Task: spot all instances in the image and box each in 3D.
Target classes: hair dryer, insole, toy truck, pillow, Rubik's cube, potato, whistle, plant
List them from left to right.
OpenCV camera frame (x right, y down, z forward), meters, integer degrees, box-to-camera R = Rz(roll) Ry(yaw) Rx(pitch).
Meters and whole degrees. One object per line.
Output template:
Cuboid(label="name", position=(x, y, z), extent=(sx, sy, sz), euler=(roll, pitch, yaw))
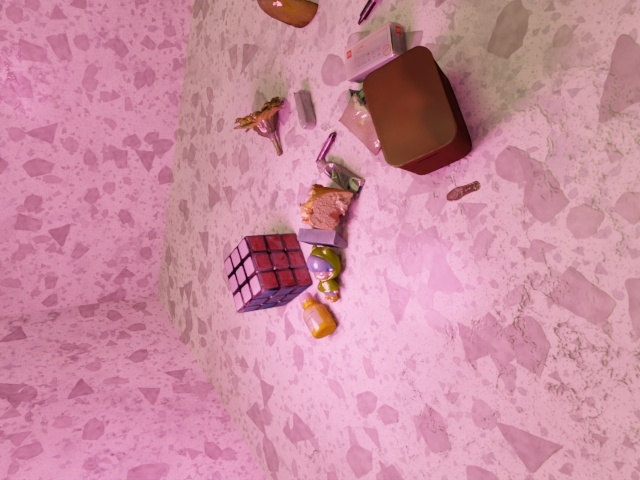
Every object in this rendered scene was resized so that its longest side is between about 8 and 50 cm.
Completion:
Cuboid(label="Rubik's cube", position=(-0.271, 0.163, 2.223), extent=(0.301, 0.305, 0.304), euler=(-43, 59, 45))
Cuboid(label="plant", position=(-0.272, -0.624, 2.292), extent=(0.261, 0.296, 0.306), euler=(-59, 1, 5))
Cuboid(label="potato", position=(-0.192, -1.086, 2.055), extent=(0.269, 0.255, 0.112), euler=(30, 114, 46))
Cuboid(label="whistle", position=(0.024, -0.423, 2.014), extent=(0.033, 0.033, 0.177), euler=(59, 133, 30))
Cuboid(label="toy truck", position=(0.175, -0.604, 1.774), extent=(0.175, 0.081, 0.067), euler=(-29, 72, 49))
Cuboid(label="pillow", position=(0.179, -0.464, 1.763), extent=(0.230, 0.050, 0.148), euler=(49, 134, 15))
Cuboid(label="hair dryer", position=(0.207, -0.967, 1.726), extent=(0.255, 0.069, 0.129), euler=(-42, 60, 50))
Cuboid(label="insole", position=(0.481, -0.166, 1.489), extent=(0.135, 0.002, 0.045), euler=(-22, 76, 50))

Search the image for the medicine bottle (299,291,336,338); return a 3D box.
Cuboid(label="medicine bottle", position=(-0.027, 0.345, 2.071), extent=(0.213, 0.121, 0.122), euler=(56, 132, 33))

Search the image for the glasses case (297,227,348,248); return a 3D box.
Cuboid(label="glasses case", position=(0.000, 0.000, 2.023), extent=(0.266, 0.105, 0.056), euler=(6, 55, 51))

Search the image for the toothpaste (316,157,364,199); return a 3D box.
Cuboid(label="toothpaste", position=(0.089, -0.282, 1.940), extent=(0.266, 0.061, 0.096), euler=(40, 122, 34))

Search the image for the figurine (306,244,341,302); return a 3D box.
Cuboid(label="figurine", position=(0.023, 0.148, 1.993), extent=(0.162, 0.143, 0.264), euler=(9, 117, 57))

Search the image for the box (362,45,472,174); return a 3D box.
Cuboid(label="box", position=(0.327, -0.406, 1.443), extent=(0.239, 0.229, 0.340), euler=(-23, 75, 31))

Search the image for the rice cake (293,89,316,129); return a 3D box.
Cuboid(label="rice cake", position=(-0.073, -0.625, 2.097), extent=(0.063, 0.069, 0.207), euler=(-26, 70, 51))

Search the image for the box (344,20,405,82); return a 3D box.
Cuboid(label="box", position=(0.210, -0.727, 1.721), extent=(0.269, 0.079, 0.135), euler=(-9, 87, 51))

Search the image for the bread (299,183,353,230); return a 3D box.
Cuboid(label="bread", position=(-0.012, -0.151, 1.915), extent=(0.224, 0.211, 0.184), euler=(28, 110, 61))
